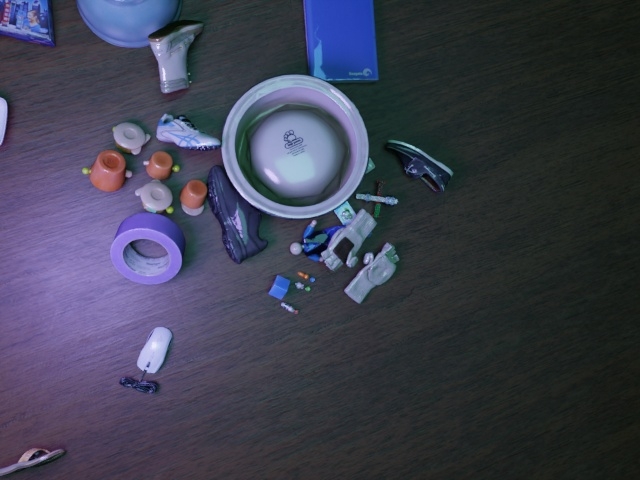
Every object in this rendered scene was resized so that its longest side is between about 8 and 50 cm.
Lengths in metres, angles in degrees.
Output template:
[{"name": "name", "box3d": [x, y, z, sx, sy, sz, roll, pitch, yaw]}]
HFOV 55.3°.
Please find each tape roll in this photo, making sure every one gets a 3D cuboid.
[{"name": "tape roll", "box3d": [-0.467, 0.023, 1.662, 0.188, 0.080, 0.189, -2, 126, -3]}]

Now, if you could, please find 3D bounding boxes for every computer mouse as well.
[{"name": "computer mouse", "box3d": [-0.483, 0.337, 1.727, 0.106, 0.042, 0.193, 24, 86, -9]}]

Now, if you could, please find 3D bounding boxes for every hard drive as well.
[{"name": "hard drive", "box3d": [0.060, -0.634, 1.828, 0.210, 0.040, 0.319, -4, 91, -11]}]

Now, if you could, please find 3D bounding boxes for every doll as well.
[{"name": "doll", "box3d": [0.000, 0.000, 1.817, 0.188, 0.046, 0.129, -17, 103, -4]}]

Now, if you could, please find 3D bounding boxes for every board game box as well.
[{"name": "board game box", "box3d": [-0.807, -0.645, 1.648, 0.194, 0.060, 0.194, 9, 87, -11]}]

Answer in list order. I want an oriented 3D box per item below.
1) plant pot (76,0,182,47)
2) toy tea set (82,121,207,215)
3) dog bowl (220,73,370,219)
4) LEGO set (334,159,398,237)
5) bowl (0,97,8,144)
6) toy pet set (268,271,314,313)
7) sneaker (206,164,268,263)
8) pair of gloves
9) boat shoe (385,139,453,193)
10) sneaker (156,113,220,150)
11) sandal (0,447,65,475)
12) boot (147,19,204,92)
[{"name": "plant pot", "box3d": [-0.520, -0.692, 1.635, 0.292, 0.196, 0.293, 0, 90, -12]}, {"name": "toy tea set", "box3d": [-0.483, -0.164, 1.709, 0.336, 0.124, 0.200, 38, 54, -6]}, {"name": "dog bowl", "box3d": [-0.072, -0.248, 1.727, 0.407, 0.150, 0.409, 1, 83, -5]}, {"name": "LEGO set", "box3d": [0.117, -0.135, 1.853, 0.182, 0.060, 0.244, -34, 95, 3]}, {"name": "bowl", "box3d": [-0.911, -0.319, 1.633, 0.142, 0.053, 0.142, 8, 89, -12]}, {"name": "toy pet set", "box3d": [-0.085, 0.144, 1.793, 0.114, 0.065, 0.122, 27, 85, -10]}, {"name": "sneaker", "box3d": [-0.240, -0.083, 1.754, 0.130, 0.109, 0.287, -22, 101, -20]}, {"name": "pair of gloves", "box3d": [0.125, 0.053, 1.812, 0.204, 0.042, 0.240, -42, 119, -9]}, {"name": "boat shoe", "box3d": [0.293, -0.228, 1.856, 0.233, 0.084, 0.079, 31, 84, -13]}, {"name": "sneaker", "box3d": [-0.364, -0.294, 1.668, 0.085, 0.237, 0.086, -5, 111, -53]}, {"name": "sandal", "box3d": [-0.792, 0.594, 1.663, 0.180, 0.072, 0.049, -15, 72, -7]}, {"name": "boot", "box3d": [-0.391, -0.519, 1.714, 0.077, 0.213, 0.165, 11, 127, 22]}]
